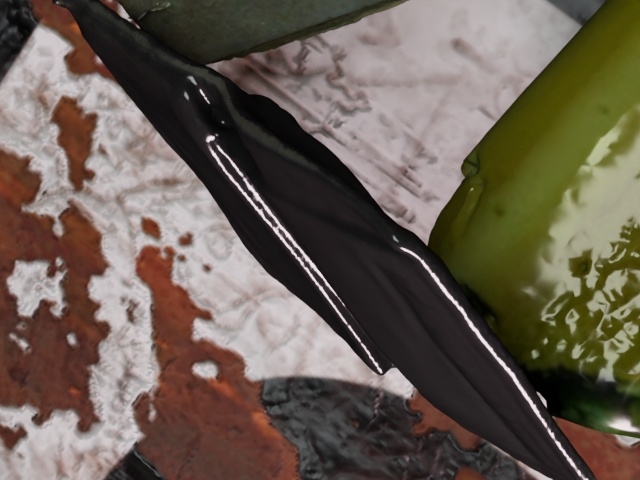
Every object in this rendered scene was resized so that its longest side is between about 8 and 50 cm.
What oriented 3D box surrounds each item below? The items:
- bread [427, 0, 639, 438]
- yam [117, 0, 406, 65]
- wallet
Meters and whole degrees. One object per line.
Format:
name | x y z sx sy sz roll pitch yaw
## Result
bread | 0.257 -0.056 0.926 0.251 0.208 0.376 44 106 10
yam | 0.017 -0.209 0.971 0.271 0.202 0.201 -25 93 21
wallet | 0.000 0.000 0.924 0.041 0.323 0.247 -45 131 -11
